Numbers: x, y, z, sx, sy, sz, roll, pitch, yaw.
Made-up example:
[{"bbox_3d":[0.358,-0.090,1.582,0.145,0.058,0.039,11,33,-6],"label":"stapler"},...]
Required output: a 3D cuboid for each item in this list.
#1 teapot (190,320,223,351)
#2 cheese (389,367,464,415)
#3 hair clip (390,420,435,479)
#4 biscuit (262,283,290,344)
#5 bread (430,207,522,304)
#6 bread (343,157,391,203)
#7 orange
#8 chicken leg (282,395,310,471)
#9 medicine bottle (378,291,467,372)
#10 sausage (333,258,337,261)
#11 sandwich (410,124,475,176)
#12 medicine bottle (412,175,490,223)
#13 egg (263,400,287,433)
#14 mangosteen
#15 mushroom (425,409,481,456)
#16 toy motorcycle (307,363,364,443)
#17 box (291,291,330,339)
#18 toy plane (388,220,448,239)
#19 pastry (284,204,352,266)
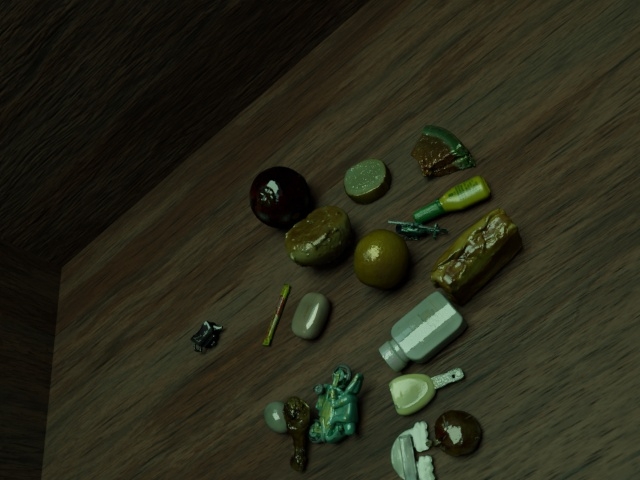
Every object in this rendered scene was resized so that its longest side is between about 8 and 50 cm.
[{"bbox_3d":[-0.533,0.462,2.237,0.096,0.087,0.177,41,89,24],"label":"teapot"},{"bbox_3d":[0.351,0.479,1.548,0.251,0.054,0.127,-30,50,18],"label":"cheese"},{"bbox_3d":[0.281,0.683,1.462,0.140,0.054,0.220,-26,45,27],"label":"hair clip"},{"bbox_3d":[-0.194,0.329,2.100,0.048,0.026,0.292,-16,49,54],"label":"biscuit"},{"bbox_3d":[0.527,0.051,1.615,0.344,0.195,0.149,-44,48,1],"label":"bread"},{"bbox_3d":[0.214,-0.275,2.174,0.236,0.070,0.236,-20,50,25],"label":"bread"},{"bbox_3d":[0.234,0.071,1.807,0.236,0.236,0.236,-20,50,26],"label":"orange"},{"bbox_3d":[-0.082,0.689,1.683,0.107,0.087,0.251,159,109,-63],"label":"chicken leg"},{"bbox_3d":[0.346,0.323,1.622,0.296,0.111,0.161,-41,49,5],"label":"medicine bottle"},{"bbox_3d":[0.041,0.078,2.100,0.100,0.015,0.015,23,76,44],"label":"sausage"},{"bbox_3d":[0.497,-0.381,1.999,0.212,0.109,0.292,-31,47,17],"label":"sandwich"},{"bbox_3d":[0.509,-0.151,1.850,0.309,0.076,0.111,-26,42,21],"label":"medicine bottle"},{"bbox_3d":[-0.157,0.666,1.775,0.103,0.103,0.135,-52,47,-4],"label":"egg"},{"bbox_3d":[-0.181,-0.211,2.326,0.306,0.359,0.306,2,94,26],"label":"mangosteen"},{"bbox_3d":[0.395,0.584,1.420,0.170,0.080,0.135,-32,36,12],"label":"mushroom"},{"bbox_3d":[0.058,0.590,1.652,0.198,0.109,0.296,14,80,48],"label":"toy motorcycle"},{"bbox_3d":[-0.041,0.310,1.946,0.146,0.088,0.200,7,66,40],"label":"box"},{"bbox_3d":[0.389,-0.046,1.862,0.235,0.096,0.060,8,67,21],"label":"toy plane"},{"bbox_3d":[0.000,0.000,2.048,0.315,0.184,0.284,-40,32,-11],"label":"pastry"}]
